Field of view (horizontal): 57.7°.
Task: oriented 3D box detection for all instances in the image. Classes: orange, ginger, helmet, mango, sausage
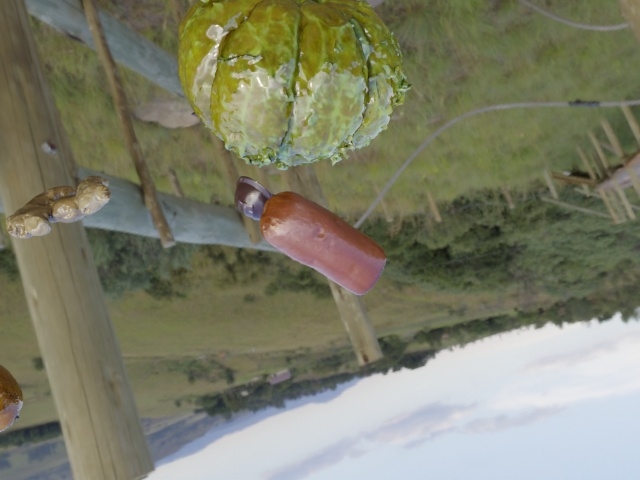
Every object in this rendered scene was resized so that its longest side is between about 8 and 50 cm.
[{"bbox_3d":[-0.039,-0.221,0.771,0.301,0.300,0.223,-26,145,-38],"label":"orange"},{"bbox_3d":[-0.429,-0.049,0.958,0.259,0.065,0.149,4,-141,48],"label":"ginger"},{"bbox_3d":[-0.139,-0.082,1.215,0.070,0.098,0.123,-60,165,-2],"label":"helmet"},{"bbox_3d":[-0.499,0.226,0.871,0.077,0.127,0.063,-29,164,-35],"label":"mango"},{"bbox_3d":[0.000,0.000,1.082,0.259,0.113,0.114,32,140,-26],"label":"sausage"}]

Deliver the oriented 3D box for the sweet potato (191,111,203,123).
[{"bbox_3d":[-0.253,-0.277,1.304,0.049,0.049,0.117,-25,174,26],"label":"sweet potato"}]
